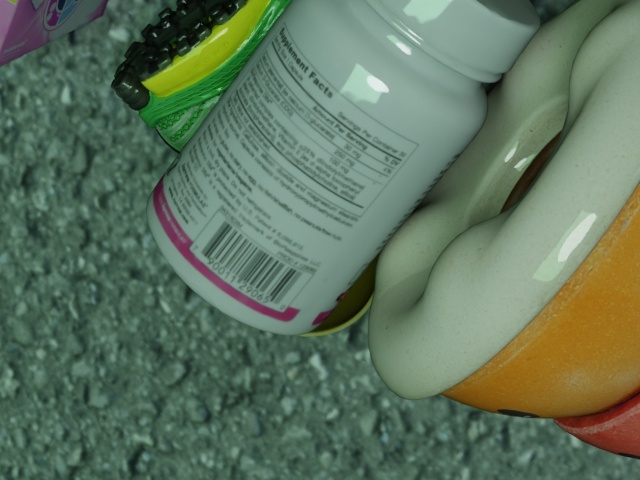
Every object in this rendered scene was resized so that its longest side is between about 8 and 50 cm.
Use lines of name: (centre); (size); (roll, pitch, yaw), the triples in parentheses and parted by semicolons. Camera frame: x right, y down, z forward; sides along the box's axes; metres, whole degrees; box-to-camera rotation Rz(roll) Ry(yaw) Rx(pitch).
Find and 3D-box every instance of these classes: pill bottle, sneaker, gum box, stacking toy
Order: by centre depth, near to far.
pill bottle: (0.016, -0.083, 1.141); (0.160, 0.160, 0.283); (41, 113, 4)
stacking toy: (0.305, 0.066, 1.146); (0.480, 0.350, 0.351); (34, 113, -9)
sneaker: (0.012, -0.174, 1.259); (0.343, 0.134, 0.146); (-31, 118, 19)
gum box: (-0.218, -0.216, 1.278); (0.062, 0.188, 0.107); (31, 119, 8)

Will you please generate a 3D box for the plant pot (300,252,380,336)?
plant pot: (0.000, 0.000, 1.308); (0.134, 0.095, 0.134); (5, 105, 18)
